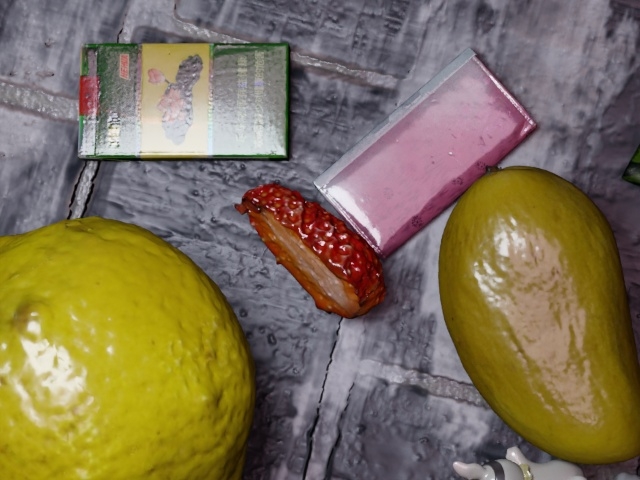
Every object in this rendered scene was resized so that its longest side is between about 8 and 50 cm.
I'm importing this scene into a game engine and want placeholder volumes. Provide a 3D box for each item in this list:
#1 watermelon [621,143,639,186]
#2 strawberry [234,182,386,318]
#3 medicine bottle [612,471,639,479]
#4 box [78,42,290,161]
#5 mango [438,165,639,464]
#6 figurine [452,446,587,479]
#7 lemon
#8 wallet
[{"bbox_3d":[0.390,-0.119,1.902,0.125,0.135,0.094,-1,47,6],"label":"watermelon"},{"bbox_3d":[0.000,0.000,1.890,0.188,0.121,0.082,46,68,6],"label":"strawberry"},{"bbox_3d":[0.375,0.317,1.844,0.168,0.105,0.105,20,85,6],"label":"medicine bottle"},{"bbox_3d":[-0.151,-0.154,1.955,0.235,0.034,0.132,0,84,3],"label":"box"},{"bbox_3d":[0.229,0.080,1.859,0.195,0.142,0.332,-11,84,7],"label":"mango"},{"bbox_3d":[0.201,0.273,1.857,0.146,0.098,0.081,4,47,-9],"label":"figurine"},{"bbox_3d":[-0.234,0.163,1.776,0.350,0.350,0.387,-36,90,-1],"label":"lemon"},{"bbox_3d":[0.116,-0.095,1.940,0.232,0.025,0.119,-41,83,-2],"label":"wallet"}]
